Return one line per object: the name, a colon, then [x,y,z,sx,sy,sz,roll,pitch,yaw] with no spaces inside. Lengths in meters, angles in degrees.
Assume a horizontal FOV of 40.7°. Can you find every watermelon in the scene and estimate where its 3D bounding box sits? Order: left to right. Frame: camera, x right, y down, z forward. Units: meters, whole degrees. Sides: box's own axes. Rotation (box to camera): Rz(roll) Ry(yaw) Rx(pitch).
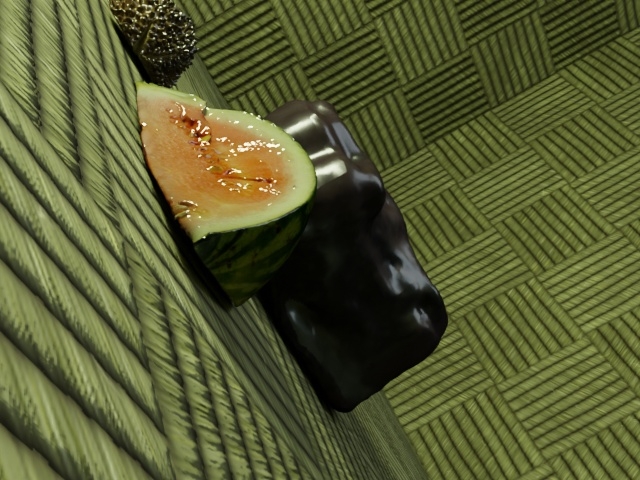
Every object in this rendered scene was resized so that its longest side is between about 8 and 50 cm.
watermelon: [-0.070,-0.053,0.799,0.159,0.128,0.303,59,1,-38]

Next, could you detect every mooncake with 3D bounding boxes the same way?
mooncake: [0.000,0.000,1.121,0.350,0.212,0.381,52,-8,49]

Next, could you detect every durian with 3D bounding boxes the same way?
durian: [-0.213,-0.280,1.149,0.148,0.091,0.188,60,-1,-35]
